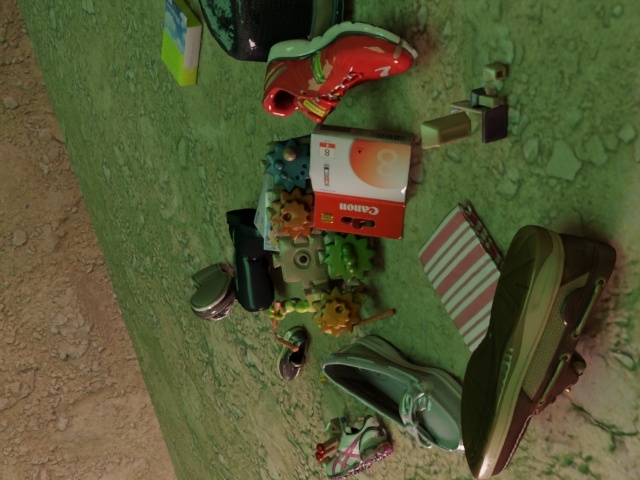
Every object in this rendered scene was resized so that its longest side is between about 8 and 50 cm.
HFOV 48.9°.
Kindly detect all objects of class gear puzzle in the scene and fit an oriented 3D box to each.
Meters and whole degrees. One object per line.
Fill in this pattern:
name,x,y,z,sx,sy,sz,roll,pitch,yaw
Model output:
gear puzzle,0.000,0.000,1.137,0.044,0.176,0.338,-55,-40,-73

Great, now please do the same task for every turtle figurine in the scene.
turtle figurine,0.008,0.074,1.257,0.270,0.087,0.217,-16,88,39

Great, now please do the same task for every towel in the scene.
towel,0.211,0.061,0.962,0.197,0.029,0.144,63,150,20

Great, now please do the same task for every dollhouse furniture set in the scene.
dollhouse furniture set,0.154,-0.162,0.845,0.081,0.114,0.090,33,136,54

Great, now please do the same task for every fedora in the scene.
fedora,-0.098,-0.403,1.095,0.334,0.153,0.333,36,135,46

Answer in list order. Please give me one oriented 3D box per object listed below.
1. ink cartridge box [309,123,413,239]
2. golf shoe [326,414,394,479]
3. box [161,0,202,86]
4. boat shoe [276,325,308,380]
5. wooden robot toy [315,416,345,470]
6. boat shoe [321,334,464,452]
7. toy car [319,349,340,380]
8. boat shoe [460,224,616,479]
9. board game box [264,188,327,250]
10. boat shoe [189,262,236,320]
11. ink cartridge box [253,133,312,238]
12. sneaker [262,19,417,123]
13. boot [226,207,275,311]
ink cartridge box,0.056,-0.078,1.041,0.146,0.045,0.179,8,120,9
golf shoe,0.067,0.400,1.348,0.186,0.068,0.085,-46,58,39
box,-0.306,-0.442,1.541,0.109,0.042,0.178,54,146,27
boat shoe,-0.058,0.250,1.495,0.049,0.056,0.152,51,145,42
wooden robot toy,0.041,0.436,1.425,0.079,0.076,0.173,34,135,33
boat shoe,0.128,0.251,1.129,0.320,0.103,0.118,30,130,51
toy car,0.014,0.241,1.373,0.122,0.060,0.040,-33,45,53
boat shoe,0.255,0.146,0.828,0.123,0.123,0.341,-97,15,-66
board game box,-0.017,-0.028,1.181,0.154,0.026,0.103,6,107,11
boat shoe,-0.238,0.133,1.640,0.095,0.112,0.335,61,175,-14
ink cartridge box,-0.052,-0.095,1.248,0.046,0.097,0.207,55,147,28
sneaker,0.020,-0.222,0.985,0.279,0.107,0.118,1,72,50
boot,-0.123,0.048,1.448,0.246,0.094,0.207,18,118,63
